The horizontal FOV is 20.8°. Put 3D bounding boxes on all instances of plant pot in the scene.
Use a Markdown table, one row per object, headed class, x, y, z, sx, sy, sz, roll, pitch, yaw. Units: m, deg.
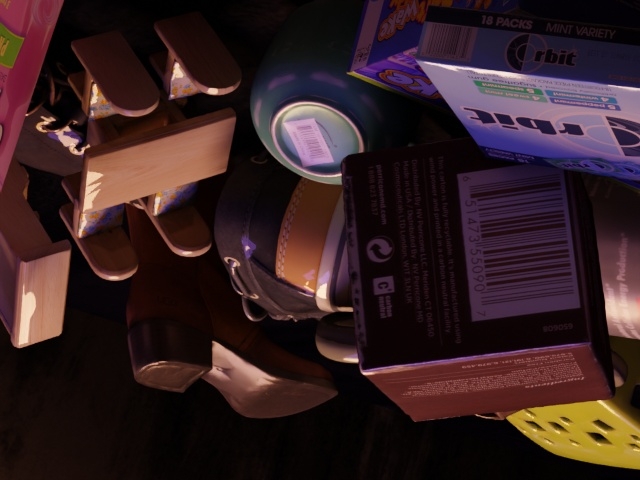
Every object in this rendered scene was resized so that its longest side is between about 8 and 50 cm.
| class | x | y | z | sx | sy | sz | roll | pitch | yaw |
| --- | --- | --- | --- | --- | --- | --- | --- | --- | --- |
| plant pot | 0.273 | 0.088 | 1.753 | 0.207 | 0.227 | 0.228 | 29 | 163 | -31 |

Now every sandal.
| class | x | y | z | sx | sy | sz | roll | pitch | yaw |
| --- | --- | --- | --- | --- | --- | --- | --- | --- | --- |
| sandal | 0.129 | 0.112 | 1.526 | 0.303 | 0.086 | 0.120 | 5 | 179 | -26 |

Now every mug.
| class | x | y | z | sx | sy | sz | roll | pitch | yaw |
| --- | --- | --- | --- | --- | --- | --- | --- | --- | --- |
| mug | 0.024 | -0.100 | 1.336 | 0.158 | 0.097 | 0.129 | 27 | 136 | -2 |

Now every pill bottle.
| class | x | y | z | sx | sy | sz | roll | pitch | yaw |
| --- | --- | --- | --- | --- | --- | --- | --- | --- | --- |
| pill bottle | 0.221 | -0.002 | 1.530 | 0.283 | 0.161 | 0.161 | 7 | 166 | 32 |

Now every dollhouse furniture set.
| class | x | y | z | sx | sy | sz | roll | pitch | yaw |
| --- | --- | --- | --- | --- | --- | --- | --- | --- | --- |
| dollhouse furniture set | -0.171 | -0.037 | 1.437 | 0.242 | 0.161 | 0.212 | -18 | 146 | -26 |

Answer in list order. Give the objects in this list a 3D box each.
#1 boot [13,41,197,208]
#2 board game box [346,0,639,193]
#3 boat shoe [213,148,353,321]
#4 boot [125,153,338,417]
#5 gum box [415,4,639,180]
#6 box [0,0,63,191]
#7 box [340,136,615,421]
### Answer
| class | x | y | z | sx | sy | sz | roll | pitch | yaw |
| --- | --- | --- | --- | --- | --- | --- | --- | --- | --- |
| boot | -0.247 | -0.128 | 1.583 | 0.284 | 0.138 | 0.377 | 21 | 171 | -20 |
| board game box | 0.227 | -0.111 | 1.226 | 0.347 | 0.078 | 0.233 | 20 | 167 | -23 |
| boat shoe | 0.000 | 0.000 | 1.698 | 0.156 | 0.186 | 0.500 | 15 | 177 | 8 |
| boot | -0.101 | 0.037 | 1.833 | 0.264 | 0.280 | 0.096 | 14 | 144 | -32 |
| gum box | 0.161 | -0.089 | 1.115 | 0.157 | 0.041 | 0.184 | 10 | 168 | 22 |
| box | -0.268 | -0.148 | 1.180 | 0.117 | 0.243 | 0.213 | 19 | 178 | 6 |
| box | 0.123 | 0.031 | 1.308 | 0.167 | 0.168 | 0.203 | -9 | 162 | 12 |
